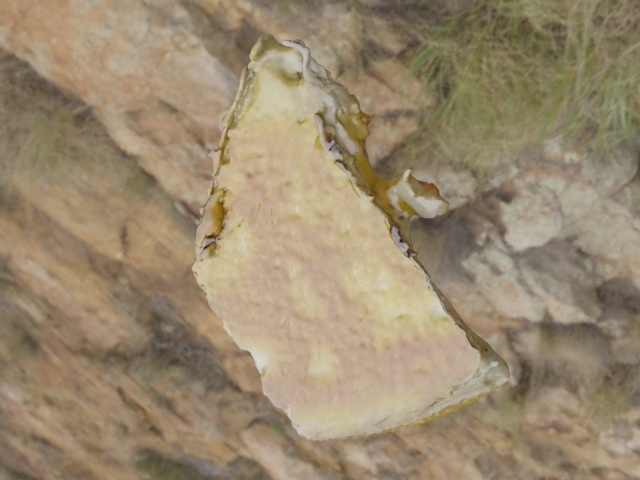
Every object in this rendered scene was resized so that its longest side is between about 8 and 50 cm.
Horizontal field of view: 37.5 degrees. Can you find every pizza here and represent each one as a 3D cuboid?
[{"bbox_3d":[0.000,0.000,0.674,0.189,0.071,0.297,-31,84,22],"label":"pizza"}]
